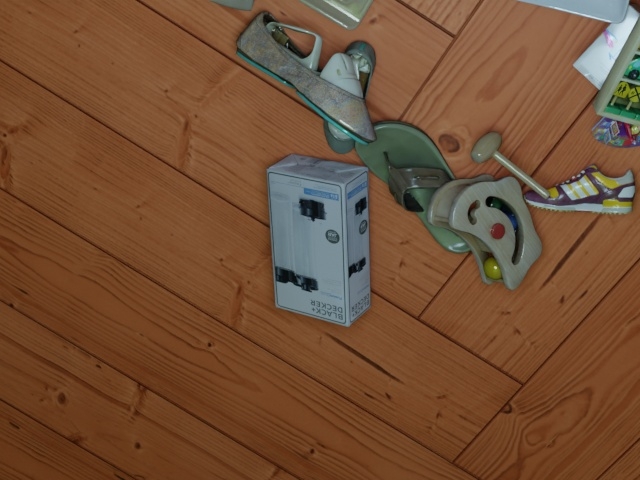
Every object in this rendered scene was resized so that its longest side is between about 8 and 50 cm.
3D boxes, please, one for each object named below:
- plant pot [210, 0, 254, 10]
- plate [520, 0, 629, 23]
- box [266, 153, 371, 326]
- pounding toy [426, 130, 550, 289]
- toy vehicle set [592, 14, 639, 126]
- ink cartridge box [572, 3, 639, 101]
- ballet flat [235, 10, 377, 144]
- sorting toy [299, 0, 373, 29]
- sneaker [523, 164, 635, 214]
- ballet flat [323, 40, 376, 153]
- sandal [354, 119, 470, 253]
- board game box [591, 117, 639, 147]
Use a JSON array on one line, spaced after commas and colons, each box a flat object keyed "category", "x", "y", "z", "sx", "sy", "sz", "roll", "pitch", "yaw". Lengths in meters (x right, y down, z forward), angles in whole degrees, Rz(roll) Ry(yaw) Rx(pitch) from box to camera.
[{"category": "plant pot", "x": -0.169, "y": -0.443, "z": 1.586, "sx": 0.109, "sy": 0.096, "sz": 0.109, "roll": 33, "pitch": 122, "yaw": 21}, {"category": "plate", "x": 0.346, "y": -0.482, "z": 1.435, "sx": 0.278, "sy": 0.045, "sz": 0.277, "roll": 18, "pitch": 133, "yaw": 17}, {"category": "box", "x": 0.000, "y": 0.000, "z": 1.771, "sx": 0.169, "sy": 0.087, "sz": 0.289, "roll": 14, "pitch": 121, "yaw": 28}, {"category": "pounding toy", "x": 0.293, "y": -0.035, "z": 1.646, "sx": 0.154, "sy": 0.155, "sz": 0.269, "roll": -34, "pitch": 112, "yaw": -21}, {"category": "toy vehicle set", "x": 0.574, "y": -0.237, "z": 1.477, "sx": 0.267, "sy": 0.035, "sz": 0.166, "roll": 12, "pitch": 125, "yaw": -11}, {"category": "ink cartridge box", "x": 0.486, "y": -0.304, "z": 1.525, "sx": 0.090, "sy": 0.092, "sz": 0.143, "roll": 45, "pitch": 117, "yaw": 8}, {"category": "ballet flat", "x": -0.012, "y": -0.281, "z": 1.603, "sx": 0.316, "sy": 0.108, "sz": 0.106, "roll": 38, "pitch": 106, "yaw": 20}, {"category": "sorting toy", "x": 0.026, "y": -0.479, "z": 1.583, "sx": 0.193, "sy": 0.038, "sz": 0.208, "roll": 31, "pitch": 114, "yaw": -4}, {"category": "sneaker", "x": 0.447, "y": -0.091, "z": 1.673, "sx": 0.186, "sy": 0.069, "sz": 0.083, "roll": 4, "pitch": 96, "yaw": 14}, {"category": "ballet flat", "x": 0.045, "y": -0.240, "z": 1.678, "sx": 0.072, "sy": 0.068, "sz": 0.213, "roll": 15, "pitch": 119, "yaw": 4}, {"category": "sandal", "x": 0.183, "y": -0.092, "z": 1.711, "sx": 0.120, "sy": 0.086, "sz": 0.303, "roll": -38, "pitch": 103, "yaw": 26}, {"category": "board game box", "x": 0.528, "y": -0.191, "z": 1.565, "sx": 0.133, "sy": 0.033, "sz": 0.168, "roll": 7, "pitch": 145, "yaw": -21}]
